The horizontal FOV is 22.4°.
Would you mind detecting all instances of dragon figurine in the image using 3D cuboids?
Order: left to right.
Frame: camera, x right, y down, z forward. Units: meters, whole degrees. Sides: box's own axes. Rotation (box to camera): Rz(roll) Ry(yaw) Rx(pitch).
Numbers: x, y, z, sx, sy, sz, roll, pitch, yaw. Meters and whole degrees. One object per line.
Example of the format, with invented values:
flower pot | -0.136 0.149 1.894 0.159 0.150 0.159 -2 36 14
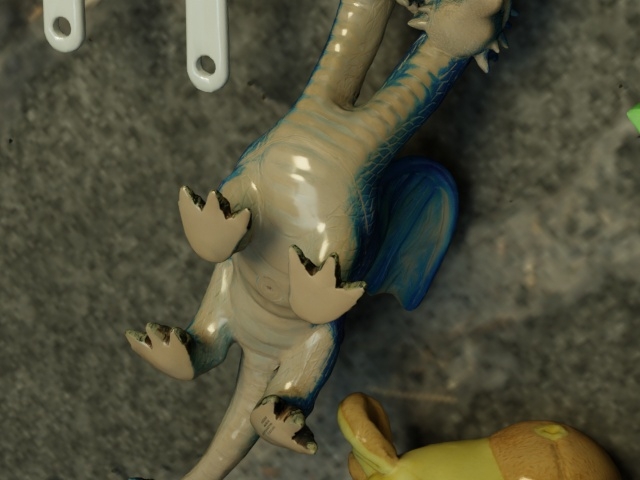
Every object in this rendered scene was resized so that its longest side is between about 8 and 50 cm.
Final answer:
dragon figurine | 0.000 0.000 0.635 0.085 0.144 0.289 28 136 12

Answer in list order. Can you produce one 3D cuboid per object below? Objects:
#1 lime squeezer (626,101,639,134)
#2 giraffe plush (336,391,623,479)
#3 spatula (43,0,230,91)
lime squeezer | 0.192 0.097 0.615 0.110 0.059 0.310 -5 110 24
giraffe plush | 0.080 0.140 0.627 0.210 0.170 0.181 -2 117 -16
spatula | -0.095 -0.173 0.587 0.168 0.019 0.242 8 113 19
